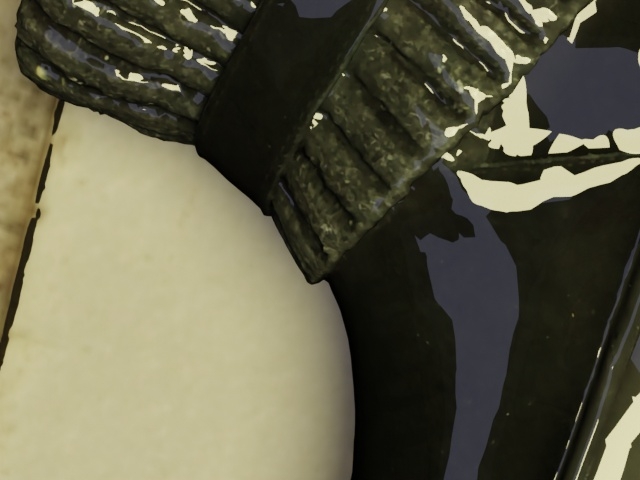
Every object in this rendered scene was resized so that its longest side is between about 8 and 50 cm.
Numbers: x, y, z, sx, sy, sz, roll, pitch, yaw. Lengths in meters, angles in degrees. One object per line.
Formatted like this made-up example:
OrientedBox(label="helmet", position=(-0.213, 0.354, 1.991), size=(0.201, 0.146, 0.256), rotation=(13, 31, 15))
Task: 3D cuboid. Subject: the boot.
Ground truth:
OrientedBox(label="boot", position=(0.000, -0.002, 0.587), size=(0.260, 0.131, 0.348), rotation=(23, 99, -3))
